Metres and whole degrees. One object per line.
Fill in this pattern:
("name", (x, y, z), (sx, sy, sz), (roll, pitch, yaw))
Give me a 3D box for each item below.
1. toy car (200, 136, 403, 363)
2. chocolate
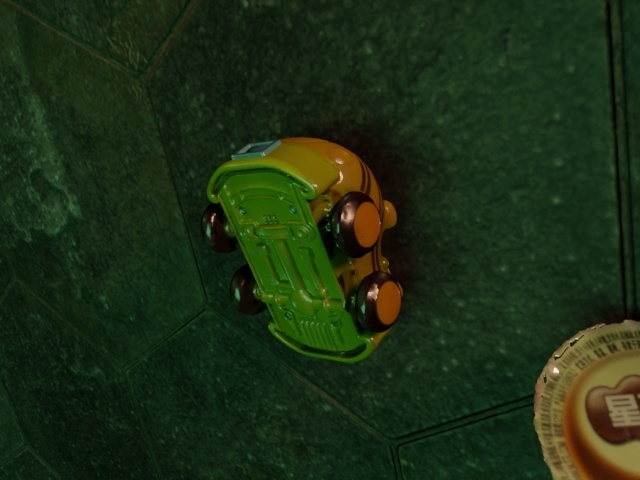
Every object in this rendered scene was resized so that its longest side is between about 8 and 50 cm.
("toy car", (0.000, 0.000, 0.647), (0.200, 0.142, 0.248), (5, 124, 37))
("chocolate", (0.275, 0.188, 0.511), (0.221, 0.221, 0.147), (20, 143, 30))
